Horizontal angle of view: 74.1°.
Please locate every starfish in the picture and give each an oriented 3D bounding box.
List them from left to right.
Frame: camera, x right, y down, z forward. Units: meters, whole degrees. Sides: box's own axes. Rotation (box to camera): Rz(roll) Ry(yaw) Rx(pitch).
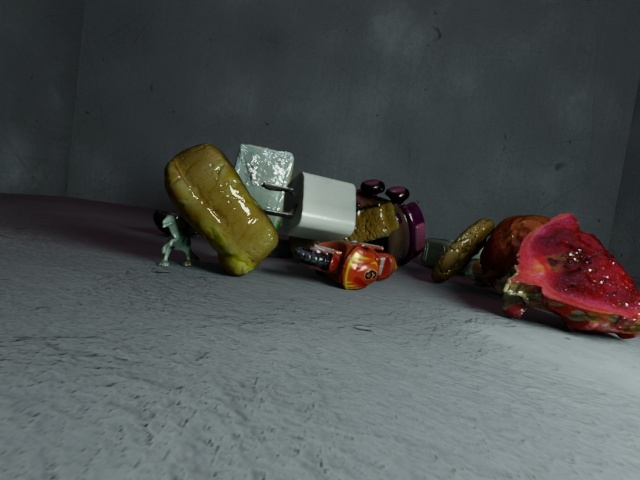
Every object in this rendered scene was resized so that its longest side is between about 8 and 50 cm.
[{"bbox_3d":[0.524,0.105,1.242,0.215,0.071,0.238,12,12,-24],"label":"starfish"}]

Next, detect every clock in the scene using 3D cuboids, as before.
[{"bbox_3d":[-0.178,0.014,1.255,0.214,0.042,0.215,8,4,-1],"label":"clock"},{"bbox_3d":[0.544,0.065,1.496,0.323,0.109,0.265,8,2,-11],"label":"clock"}]

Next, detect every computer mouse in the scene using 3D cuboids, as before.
[{"bbox_3d":[-0.449,-0.046,1.343,0.121,0.074,0.217,11,-2,8],"label":"computer mouse"}]

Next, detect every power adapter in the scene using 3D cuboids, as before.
[{"bbox_3d":[-0.037,-0.078,0.958,0.204,0.130,0.125,11,-18,-23],"label":"power adapter"}]

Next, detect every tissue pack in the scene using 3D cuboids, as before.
[{"bbox_3d":[-0.235,-0.159,1.558,0.205,0.332,0.405,11,3,-11],"label":"tissue pack"}]

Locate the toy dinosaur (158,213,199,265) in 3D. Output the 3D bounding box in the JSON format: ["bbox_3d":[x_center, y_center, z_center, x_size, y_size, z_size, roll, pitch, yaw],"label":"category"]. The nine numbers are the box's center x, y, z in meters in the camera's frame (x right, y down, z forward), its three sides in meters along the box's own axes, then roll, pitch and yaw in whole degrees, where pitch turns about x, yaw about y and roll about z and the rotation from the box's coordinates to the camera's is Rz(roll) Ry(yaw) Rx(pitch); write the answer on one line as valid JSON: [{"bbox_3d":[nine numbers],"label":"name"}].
[{"bbox_3d":[-0.273,-0.004,0.838,0.044,0.107,0.187,6,4,12],"label":"toy dinosaur"}]

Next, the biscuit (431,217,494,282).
[{"bbox_3d":[0.372,0.031,1.100,0.042,0.226,0.225,45,21,24],"label":"biscuit"}]

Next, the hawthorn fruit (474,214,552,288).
[{"bbox_3d":[0.470,0.055,1.019,0.243,0.208,0.207,-23,14,-18],"label":"hawthorn fruit"}]

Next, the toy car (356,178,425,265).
[{"bbox_3d":[0.156,-0.038,1.393,0.240,0.272,0.340,-23,29,-31],"label":"toy car"}]

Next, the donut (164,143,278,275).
[{"bbox_3d":[-0.193,-0.062,0.833,0.128,0.262,0.208,-35,20,-7],"label":"donut"}]

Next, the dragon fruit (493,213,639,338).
[{"bbox_3d":[0.421,0.085,0.761,0.211,0.134,0.262,-6,39,3],"label":"dragon fruit"}]

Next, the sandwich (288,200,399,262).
[{"bbox_3d":[0.073,-0.031,1.177,0.273,0.095,0.249,-17,2,20],"label":"sandwich"}]

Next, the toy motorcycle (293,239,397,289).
[{"bbox_3d":[0.062,0.046,0.913,0.171,0.089,0.298,11,4,25],"label":"toy motorcycle"}]
